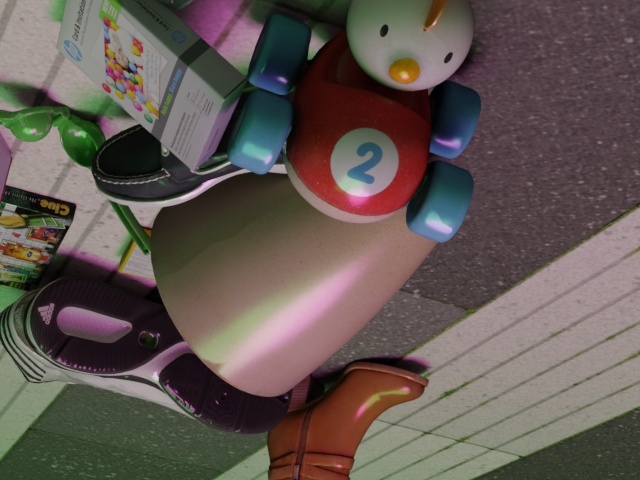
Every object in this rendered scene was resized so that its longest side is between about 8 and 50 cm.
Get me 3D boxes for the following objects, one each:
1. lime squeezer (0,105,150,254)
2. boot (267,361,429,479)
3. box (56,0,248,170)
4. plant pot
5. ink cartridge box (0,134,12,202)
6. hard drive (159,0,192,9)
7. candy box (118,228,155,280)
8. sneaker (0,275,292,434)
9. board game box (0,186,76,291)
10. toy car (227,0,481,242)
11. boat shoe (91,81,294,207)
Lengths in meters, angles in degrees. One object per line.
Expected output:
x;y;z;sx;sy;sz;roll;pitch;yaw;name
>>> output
-0.303;-0.099;1.430;0.310;0.110;0.059;31;163;-31;lime squeezer
0.035;0.309;2.029;0.283;0.220;0.109;-8;150;27;boot
-0.163;-0.168;1.231;0.186;0.038;0.145;43;151;4;box
0.000;0.000;1.440;0.274;0.256;0.256;-31;137;27;plant pot
-0.464;-0.078;1.480;0.176;0.128;0.127;4;153;8;ink cartridge box
-0.117;-0.292;1.058;0.172;0.054;0.254;22;149;-28;hard drive
-0.159;0.036;1.749;0.206;0.027;0.105;15;149;-16;candy box
-0.270;0.166;1.941;0.447;0.169;0.257;25;162;-31;sneaker
-0.418;-0.002;1.733;0.136;0.030;0.260;17;152;-15;board game box
0.065;-0.154;1.154;0.219;0.210;0.238;20;139;-11;toy car
-0.112;-0.114;1.360;0.302;0.114;0.091;-14;149;13;boat shoe
